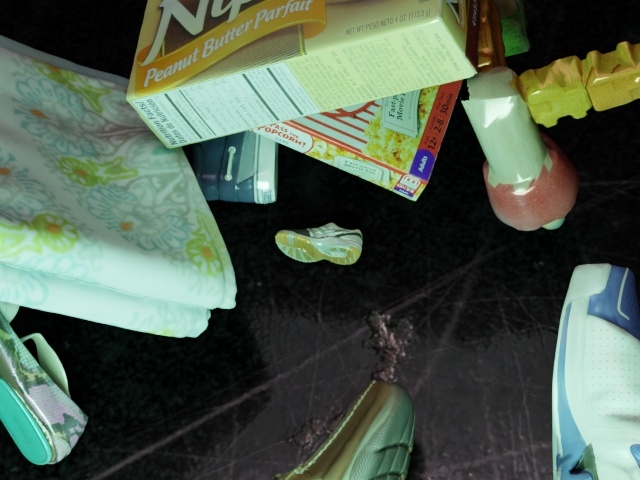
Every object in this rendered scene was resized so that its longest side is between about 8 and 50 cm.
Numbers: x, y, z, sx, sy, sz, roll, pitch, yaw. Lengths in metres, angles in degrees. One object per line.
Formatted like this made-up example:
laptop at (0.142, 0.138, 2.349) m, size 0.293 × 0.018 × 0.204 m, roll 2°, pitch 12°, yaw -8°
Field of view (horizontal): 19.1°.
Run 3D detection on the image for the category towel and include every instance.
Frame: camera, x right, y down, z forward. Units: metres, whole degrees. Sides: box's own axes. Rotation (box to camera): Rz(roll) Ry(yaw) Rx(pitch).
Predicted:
towel at (-0.271, -0.070, 1.695) m, size 0.374 × 0.090 × 0.320 m, roll 14°, pitch 33°, yaw -32°

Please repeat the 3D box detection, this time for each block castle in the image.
block castle at (0.275, -0.241, 1.802) m, size 0.303 × 0.213 × 0.453 m, roll -15°, pitch 49°, yaw 14°

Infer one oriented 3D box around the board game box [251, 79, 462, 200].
board game box at (0.029, -0.141, 1.828) m, size 0.193 × 0.045 × 0.147 m, roll 22°, pitch 61°, yaw -5°

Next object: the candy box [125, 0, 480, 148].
candy box at (-0.012, -0.207, 1.726) m, size 0.316 × 0.087 × 0.183 m, roll -12°, pitch 50°, yaw 26°

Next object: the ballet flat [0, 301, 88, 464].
ballet flat at (-0.282, 0.099, 1.689) m, size 0.077 × 0.221 × 0.079 m, roll -12°, pitch 29°, yaw 44°

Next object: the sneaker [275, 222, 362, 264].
sneaker at (0.000, 0.000, 1.796) m, size 0.083 × 0.032 × 0.037 m, roll 11°, pitch 46°, yaw 10°

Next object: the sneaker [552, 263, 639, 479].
sneaker at (0.282, 0.184, 1.580) m, size 0.182 × 0.127 × 0.316 m, roll 2°, pitch 64°, yaw 6°

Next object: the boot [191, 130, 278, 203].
boot at (-0.083, -0.123, 1.861) m, size 0.086 × 0.069 × 0.190 m, roll 1°, pitch 58°, yaw 3°

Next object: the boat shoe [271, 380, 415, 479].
boat shoe at (-0.028, 0.245, 1.586) m, size 0.116 × 0.123 × 0.324 m, roll 21°, pitch 61°, yaw 24°
